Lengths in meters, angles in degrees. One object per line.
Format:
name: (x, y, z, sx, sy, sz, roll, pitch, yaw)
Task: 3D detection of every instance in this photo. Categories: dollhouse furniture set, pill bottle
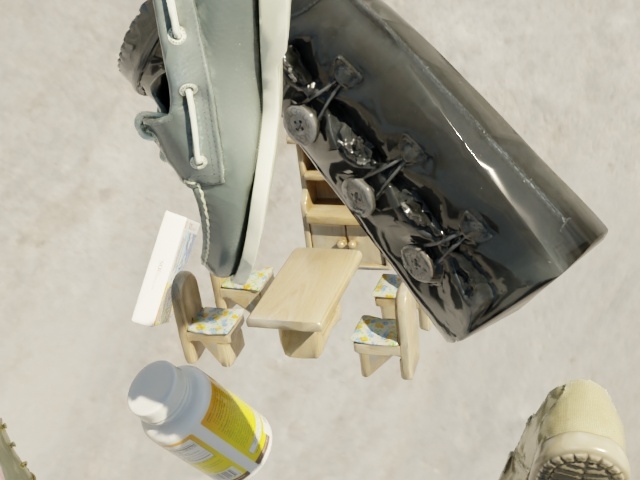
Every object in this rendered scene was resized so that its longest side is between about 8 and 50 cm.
dollhouse furniture set: (0.000, 0.000, 1.593, 0.362, 0.394, 0.256, 2, 119, 19)
pill bottle: (-0.171, 0.253, 1.406, 0.117, 0.215, 0.117, -21, 46, 24)

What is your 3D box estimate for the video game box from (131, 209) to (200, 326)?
video game box: (-0.281, 0.053, 1.832, 0.048, 0.187, 0.205, 17, 89, 3)

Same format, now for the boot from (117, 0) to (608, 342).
boot: (0.016, -0.092, 0.976, 0.445, 0.367, 0.146, 46, 66, -1)

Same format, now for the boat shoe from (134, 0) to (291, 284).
boat shoe: (-0.075, -0.101, 0.680, 0.099, 0.319, 0.116, 6, 42, -3)

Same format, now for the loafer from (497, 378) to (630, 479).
loafer: (0.218, 0.210, 0.896, 0.102, 0.268, 0.092, 16, 58, 5)

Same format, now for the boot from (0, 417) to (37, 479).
boot: (-0.383, 0.326, 1.328, 0.095, 0.262, 0.203, -44, 66, 47)

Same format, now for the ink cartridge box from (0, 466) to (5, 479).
ink cartridge box: (-0.158, 0.181, 0.313, 0.159, 0.092, 0.217, -20, 66, -14)
